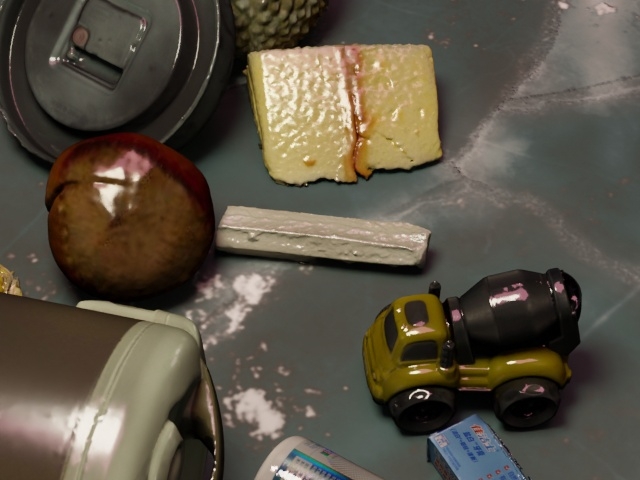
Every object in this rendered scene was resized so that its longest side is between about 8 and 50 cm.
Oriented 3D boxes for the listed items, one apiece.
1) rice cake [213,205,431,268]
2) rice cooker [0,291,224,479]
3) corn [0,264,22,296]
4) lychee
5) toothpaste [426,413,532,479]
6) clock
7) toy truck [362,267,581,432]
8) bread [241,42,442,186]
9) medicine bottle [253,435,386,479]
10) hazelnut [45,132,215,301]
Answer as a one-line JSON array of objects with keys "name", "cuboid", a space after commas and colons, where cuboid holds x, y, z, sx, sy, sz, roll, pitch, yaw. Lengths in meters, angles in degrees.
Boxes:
[{"name": "rice cake", "cuboid": [0.000, 0.000, 1.611, 0.256, 0.057, 0.052, 6, 66, 4]}, {"name": "rice cooker", "cuboid": [-0.251, 0.209, 1.246, 0.325, 0.335, 0.335, 10, 49, 8]}, {"name": "corn", "cuboid": [-0.474, 0.074, 1.512, 0.293, 0.106, 0.106, -3, 49, -5]}, {"name": "lychee", "cuboid": [-0.100, -0.366, 1.818, 0.255, 0.255, 0.274, -2, 78, -2]}, {"name": "toothpaste", "cuboid": [0.202, 0.294, 1.358, 0.066, 0.053, 0.272, -25, 54, -15]}, {"name": "clock", "cuboid": [-0.256, -0.238, 1.692, 0.325, 0.067, 0.325, -4, 80, 22]}, {"name": "toy truck", "cuboid": [0.158, 0.100, 1.450, 0.224, 0.165, 0.147, -4, 49, -4]}, {"name": "bread", "cuboid": [0.026, -0.152, 1.764, 0.240, 0.135, 0.178, -5, 82, -6]}, {"name": "medicine bottle", "cuboid": [0.030, 0.274, 1.334, 0.191, 0.107, 0.107, 25, 53, 20]}, {"name": "hazelnut", "cuboid": [-0.221, -0.029, 1.567, 0.208, 0.208, 0.208, 0, 49, 0]}]
